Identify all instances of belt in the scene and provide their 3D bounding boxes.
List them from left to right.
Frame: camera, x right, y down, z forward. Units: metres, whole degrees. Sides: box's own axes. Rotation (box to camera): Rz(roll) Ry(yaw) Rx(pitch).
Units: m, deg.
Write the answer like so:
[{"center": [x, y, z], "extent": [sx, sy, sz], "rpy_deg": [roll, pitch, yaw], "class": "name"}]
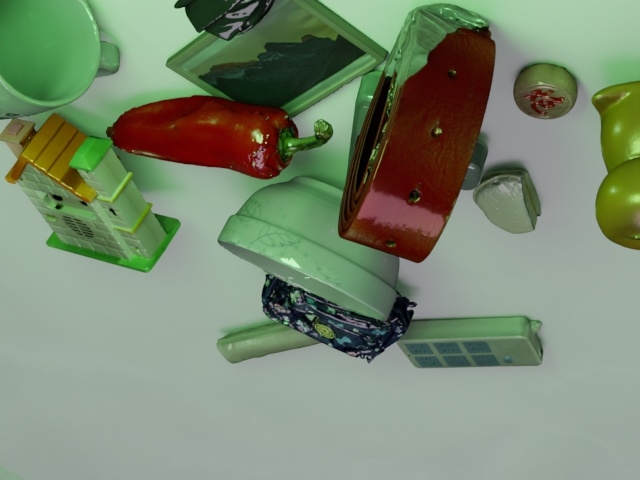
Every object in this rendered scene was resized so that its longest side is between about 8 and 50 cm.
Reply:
[{"center": [0.117, -0.137, 1.604], "extent": [0.115, 0.323, 0.227], "rpy_deg": [20, 163, -9], "class": "belt"}]

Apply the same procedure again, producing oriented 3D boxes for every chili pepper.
[{"center": [-0.147, -0.148, 1.836], "extent": [0.388, 0.110, 0.110], "rpy_deg": [9, 150, 28], "class": "chili pepper"}]

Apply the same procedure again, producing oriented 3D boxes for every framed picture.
[{"center": [-0.062, -0.247, 1.762], "extent": [0.192, 0.018, 0.265], "rpy_deg": [30, 145, -28], "class": "framed picture"}]

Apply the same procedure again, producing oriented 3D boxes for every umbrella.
[{"center": [-0.066, -0.359, 1.518], "extent": [0.118, 0.118, 0.340], "rpy_deg": [22, 141, -16], "class": "umbrella"}]

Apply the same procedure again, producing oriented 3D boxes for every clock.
[{"center": [-0.370, -0.085, 2.008], "extent": [0.220, 0.106, 0.255], "rpy_deg": [14, 148, 30], "class": "clock"}]

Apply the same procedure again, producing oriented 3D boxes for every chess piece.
[{"center": [0.294, -0.195, 1.697], "extent": [0.084, 0.038, 0.083], "rpy_deg": [9, 147, 6], "class": "chess piece"}]

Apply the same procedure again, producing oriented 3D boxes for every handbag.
[{"center": [0.024, 0.109, 2.212], "extent": [0.260, 0.113, 0.162], "rpy_deg": [25, 141, -5], "class": "handbag"}]

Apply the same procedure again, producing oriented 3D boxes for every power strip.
[{"center": [0.138, -0.127, 1.838], "extent": [0.194, 0.059, 0.265], "rpy_deg": [15, 149, 4], "class": "power strip"}, {"center": [0.268, 0.184, 2.306], "extent": [0.270, 0.046, 0.118], "rpy_deg": [-4, 145, 24], "class": "power strip"}]

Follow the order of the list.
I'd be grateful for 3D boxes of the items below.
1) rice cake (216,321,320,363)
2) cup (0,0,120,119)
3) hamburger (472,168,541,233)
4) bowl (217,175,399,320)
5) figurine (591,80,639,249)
[{"center": [-0.087, 0.183, 2.419], "extent": [0.256, 0.052, 0.057], "rpy_deg": [-16, 104, 38], "class": "rice cake"}, {"center": [-0.409, -0.247, 1.766], "extent": [0.258, 0.186, 0.234], "rpy_deg": [3, 171, -43], "class": "cup"}, {"center": [0.271, -0.062, 1.908], "extent": [0.084, 0.054, 0.121], "rpy_deg": [2, 145, 25], "class": "hamburger"}, {"center": [0.000, 0.000, 1.962], "extent": [0.287, 0.143, 0.287], "rpy_deg": [25, 172, 4], "class": "bowl"}, {"center": [0.421, -0.098, 1.624], "extent": [0.215, 0.228, 0.215], "rpy_deg": [-10, 158, -4], "class": "figurine"}]
